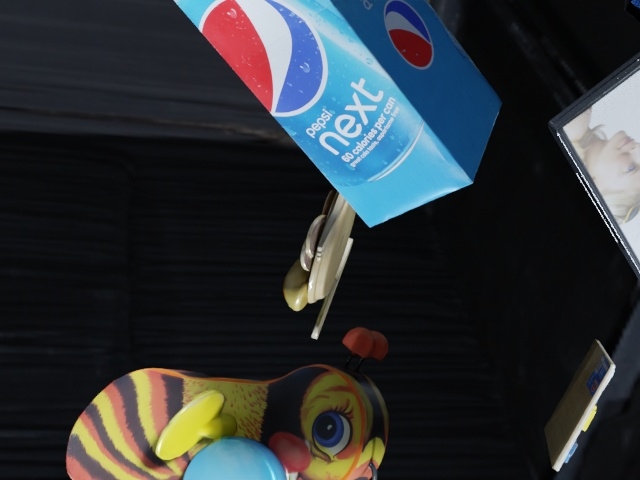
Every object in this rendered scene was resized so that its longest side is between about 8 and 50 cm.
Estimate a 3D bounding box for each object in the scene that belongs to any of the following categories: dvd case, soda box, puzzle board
[{"bbox_3d":[0.356,-0.083,0.998,0.253,0.180,0.022,49,5,-34],"label":"dvd case"},{"bbox_3d":[-0.007,-0.110,0.454,0.067,0.210,0.071,-25,-154,39],"label":"soda box"},{"bbox_3d":[0.220,0.137,0.838,0.096,0.011,0.128,-62,173,7],"label":"puzzle board"}]

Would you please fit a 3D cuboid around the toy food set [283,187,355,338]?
[{"bbox_3d":[0.000,0.000,0.908,0.192,0.038,0.132,94,15,-61],"label":"toy food set"}]

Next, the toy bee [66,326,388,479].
[{"bbox_3d":[-0.019,0.130,0.674,0.195,0.298,0.162,91,15,-85],"label":"toy bee"}]

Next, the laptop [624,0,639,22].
[{"bbox_3d":[0.420,-0.211,0.884,0.136,0.234,0.264,-51,176,10],"label":"laptop"}]
